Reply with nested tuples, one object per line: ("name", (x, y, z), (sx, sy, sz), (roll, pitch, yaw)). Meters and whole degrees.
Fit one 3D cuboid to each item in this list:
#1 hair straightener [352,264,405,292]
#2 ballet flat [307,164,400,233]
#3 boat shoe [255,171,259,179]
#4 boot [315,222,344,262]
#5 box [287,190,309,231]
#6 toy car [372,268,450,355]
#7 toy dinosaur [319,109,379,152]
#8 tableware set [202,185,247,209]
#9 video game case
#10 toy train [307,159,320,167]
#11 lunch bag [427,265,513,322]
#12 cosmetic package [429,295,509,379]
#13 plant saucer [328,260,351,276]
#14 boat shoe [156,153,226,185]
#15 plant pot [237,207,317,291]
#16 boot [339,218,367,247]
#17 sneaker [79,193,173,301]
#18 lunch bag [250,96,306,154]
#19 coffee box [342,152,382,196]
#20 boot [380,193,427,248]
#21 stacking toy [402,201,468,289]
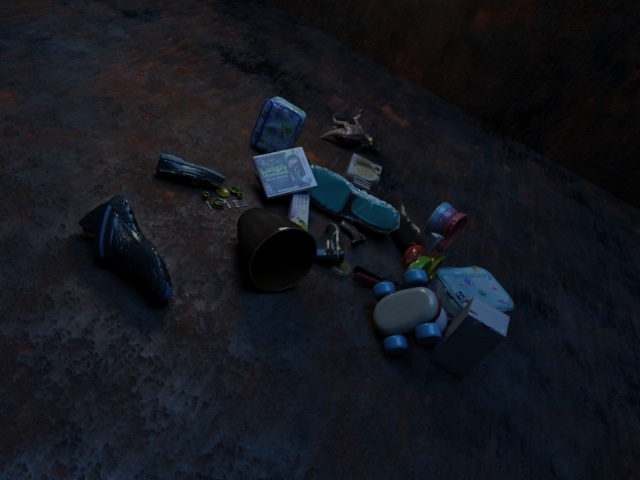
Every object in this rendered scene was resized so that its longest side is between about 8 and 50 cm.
("hair straightener", (0.214, 0.132, 1.765), (0.230, 0.047, 0.089), (19, 38, -13))
("ballet flat", (0.107, -0.138, 1.970), (0.409, 0.147, 0.147), (31, 36, 0))
("boat shoe", (-0.092, -0.258, 1.994), (0.305, 0.091, 0.109), (5, 43, -28))
("boot", (0.000, 0.000, 1.772), (0.137, 0.077, 0.198), (2, 30, -10))
("box", (-0.080, -0.065, 1.794), (0.063, 0.067, 0.324), (18, 37, -13))
("toy car", (0.301, 0.246, 1.618), (0.238, 0.210, 0.219), (34, 38, -46))
("toy dinosaur", (0.154, -0.487, 2.414), (0.295, 0.127, 0.200), (-13, 60, -35))
("tableware set", (-0.326, -0.151, 1.770), (0.154, 0.024, 0.104), (-10, 50, -40))
("video game case", (-0.127, -0.244, 1.872), (0.190, 0.022, 0.173), (-15, 69, -17))
("toy train", (-0.021, -0.298, 2.147), (0.158, 0.027, 0.036), (31, 25, 4))
("lunch bag", (0.525, 0.190, 1.849), (0.279, 0.108, 0.224), (2, 44, -31))
("cosmetic package", (0.443, 0.293, 1.562), (0.127, 0.238, 0.107), (33, 37, 5))
("plant saucer", (0.069, 0.088, 1.751), (0.083, 0.015, 0.083), (18, 38, -15))
("boat shoe", (-0.433, -0.222, 1.752), (0.227, 0.069, 0.081), (18, -2, -21))
("plant pot", (-0.158, 0.000, 1.573), (0.215, 0.215, 0.230), (0, 31, -34))
("boot", (0.104, -0.029, 1.894), (0.114, 0.037, 0.106), (45, 27, 17))
("sneaker", (-0.506, 0.040, 1.376), (0.139, 0.125, 0.341), (-31, 66, -19))
("lunch bag", (-0.171, -0.439, 2.053), (0.176, 0.219, 0.090), (33, 30, 4))
("coffee box", (0.160, -0.237, 2.128), (0.141, 0.098, 0.246), (25, 36, -5))
("boot", (0.323, -0.062, 2.056), (0.115, 0.112, 0.305), (37, 18, -45))
("stacking toy", (0.349, 0.016, 1.779), (0.130, 0.309, 0.279), (37, 33, 24))
